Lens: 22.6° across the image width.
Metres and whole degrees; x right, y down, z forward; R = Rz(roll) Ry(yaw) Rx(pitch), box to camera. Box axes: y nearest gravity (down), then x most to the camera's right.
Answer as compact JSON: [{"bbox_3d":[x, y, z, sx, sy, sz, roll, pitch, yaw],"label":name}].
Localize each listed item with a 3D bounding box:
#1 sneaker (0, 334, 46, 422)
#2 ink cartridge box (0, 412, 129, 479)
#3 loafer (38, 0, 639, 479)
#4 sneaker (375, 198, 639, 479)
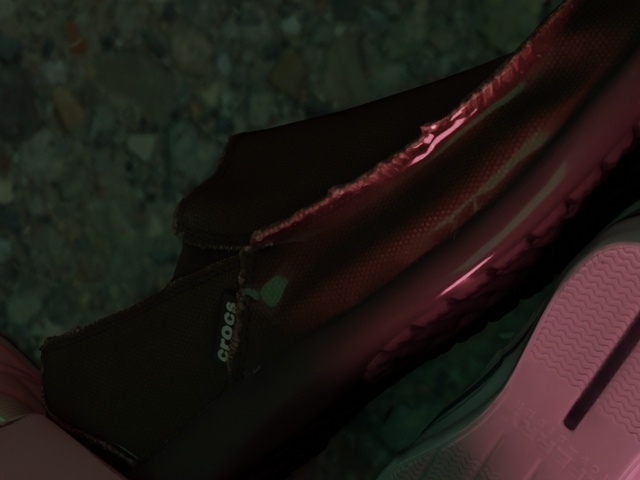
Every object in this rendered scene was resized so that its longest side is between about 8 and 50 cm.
[{"bbox_3d":[-0.175,0.079,0.787,0.134,0.070,0.051,28,106,23],"label":"sneaker"},{"bbox_3d":[-0.106,0.307,0.636,0.279,0.160,0.384,30,121,31],"label":"ink cartridge box"},{"bbox_3d":[0.000,0.000,0.661,0.366,0.134,0.130,-39,77,22],"label":"loafer"},{"bbox_3d":[0.101,0.079,0.646,0.094,0.091,0.258,45,131,12],"label":"sneaker"}]
